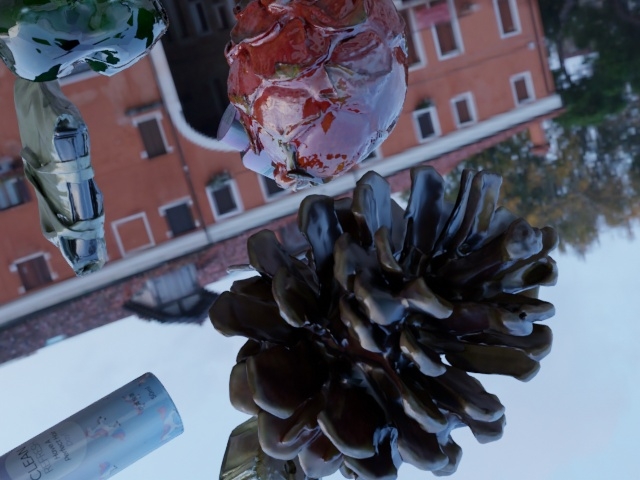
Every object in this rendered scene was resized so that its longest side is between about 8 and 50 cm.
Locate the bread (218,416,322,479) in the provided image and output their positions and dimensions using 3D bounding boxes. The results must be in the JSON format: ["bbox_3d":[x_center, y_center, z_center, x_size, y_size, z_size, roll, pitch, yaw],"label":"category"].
[{"bbox_3d":[-0.080,0.415,1.609,0.110,0.192,0.210,-29,-162,18],"label":"bread"}]

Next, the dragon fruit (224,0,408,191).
[{"bbox_3d":[-0.003,-0.248,1.353,0.278,0.342,0.277,-11,-147,7],"label":"dragon fruit"}]

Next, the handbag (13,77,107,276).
[{"bbox_3d":[-0.430,-0.109,1.522,0.109,0.315,0.253,-14,-147,-23],"label":"handbag"}]

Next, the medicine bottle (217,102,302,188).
[{"bbox_3d":[-0.083,-0.177,1.639,0.119,0.188,0.094,-37,-143,51],"label":"medicine bottle"}]

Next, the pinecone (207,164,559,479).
[{"bbox_3d":[0.091,0.067,1.005,0.385,0.384,0.384,-15,-165,4],"label":"pinecone"}]

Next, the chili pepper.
[{"bbox_3d":[-0.351,-0.340,1.284,0.249,0.233,0.257,-18,-169,-14],"label":"chili pepper"}]

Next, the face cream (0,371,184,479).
[{"bbox_3d":[-0.249,0.216,0.901,0.229,0.075,0.075,-30,-161,-22],"label":"face cream"}]

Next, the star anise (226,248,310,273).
[{"bbox_3d":[0.000,0.000,1.445,0.218,0.227,0.148,-44,-133,26],"label":"star anise"}]
